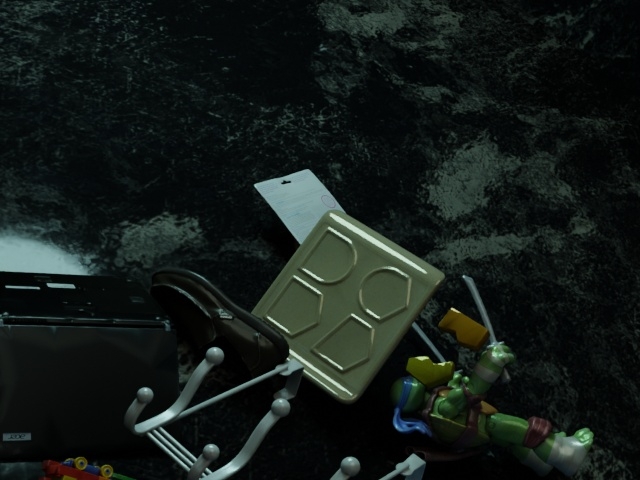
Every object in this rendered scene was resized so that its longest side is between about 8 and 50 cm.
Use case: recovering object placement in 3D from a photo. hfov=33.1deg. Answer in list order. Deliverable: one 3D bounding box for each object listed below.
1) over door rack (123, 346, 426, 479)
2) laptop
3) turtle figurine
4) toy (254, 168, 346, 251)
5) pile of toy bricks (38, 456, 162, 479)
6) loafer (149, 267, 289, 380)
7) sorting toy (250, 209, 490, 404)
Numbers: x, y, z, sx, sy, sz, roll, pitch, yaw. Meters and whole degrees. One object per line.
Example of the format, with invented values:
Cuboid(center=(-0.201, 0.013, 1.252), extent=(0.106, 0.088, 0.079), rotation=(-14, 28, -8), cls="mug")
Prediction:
Cuboid(center=(-0.038, 0.226, 1.275), extent=(0.239, 0.108, 0.324), rotation=(35, 21, 28), cls="over door rack")
Cuboid(center=(-0.313, 0.147, 1.359), extent=(0.234, 0.137, 0.264), rotation=(5, 17, -29), cls="laptop")
Cuboid(center=(0.243, 0.202, 1.500), extent=(0.266, 0.198, 0.275), rotation=(30, 39, -6), cls="turtle figurine")
Cuboid(center=(0.000, 0.000, 1.698), extent=(0.237, 0.056, 0.137), rotation=(49, 37, 18), cls="toy")
Cuboid(center=(-0.217, 0.312, 1.172), extent=(0.212, 0.118, 0.105), rotation=(26, 62, -30), cls="pile of toy bricks")
Cuboid(center=(-0.148, 0.113, 1.448), extent=(0.220, 0.080, 0.078), rotation=(30, 61, 16), cls="loafer")
Cuboid(center=(0.066, 0.111, 1.476), extent=(0.307, 0.041, 0.229), rotation=(32, 78, 30), cls="sorting toy")
